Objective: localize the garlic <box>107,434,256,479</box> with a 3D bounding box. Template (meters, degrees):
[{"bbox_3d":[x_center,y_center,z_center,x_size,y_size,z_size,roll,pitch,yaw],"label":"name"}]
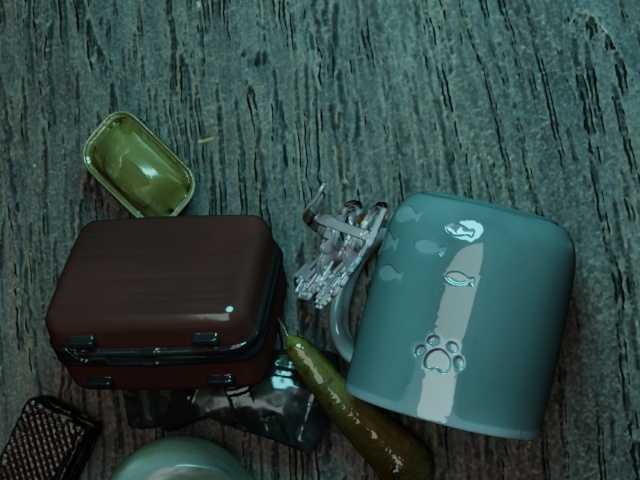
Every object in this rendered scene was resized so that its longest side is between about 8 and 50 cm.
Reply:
[{"bbox_3d":[-0.199,0.414,1.833,0.325,0.132,0.279,-8,78,9],"label":"garlic"}]

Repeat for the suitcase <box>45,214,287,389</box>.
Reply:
[{"bbox_3d":[-0.204,0.083,1.785,0.297,0.161,0.236,-3,43,15],"label":"suitcase"}]

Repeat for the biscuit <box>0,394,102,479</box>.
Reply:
[{"bbox_3d":[-0.421,0.355,1.918,0.106,0.070,0.252,28,96,15],"label":"biscuit"}]

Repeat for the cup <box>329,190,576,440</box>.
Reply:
[{"bbox_3d":[0.153,0.080,1.711,0.356,0.259,0.275,16,91,46],"label":"cup"}]

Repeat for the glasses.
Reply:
[{"bbox_3d":[0.003,0.008,1.740,0.095,0.255,0.162,23,86,-12],"label":"glasses"}]

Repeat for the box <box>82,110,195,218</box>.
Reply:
[{"bbox_3d":[-0.254,-0.101,1.873,0.177,0.111,0.111,43,98,12],"label":"box"}]

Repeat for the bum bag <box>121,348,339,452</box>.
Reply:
[{"bbox_3d":[-0.136,0.208,1.839,0.340,0.095,0.144,6,73,14],"label":"bum bag"}]

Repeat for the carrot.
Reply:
[{"bbox_3d":[0.036,0.221,1.765,0.078,0.078,0.298,-42,95,10],"label":"carrot"}]
